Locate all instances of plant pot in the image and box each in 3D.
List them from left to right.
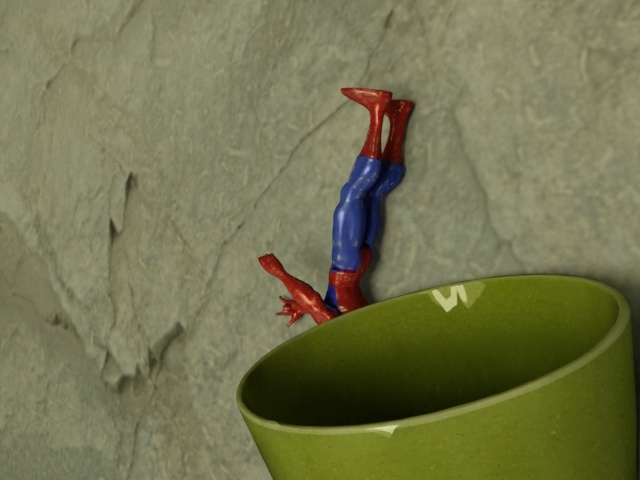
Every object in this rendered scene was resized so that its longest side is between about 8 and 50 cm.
[{"bbox_3d":[0.113,0.206,0.532,0.274,0.275,0.294,-11,100,36],"label":"plant pot"}]

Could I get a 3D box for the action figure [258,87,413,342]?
[{"bbox_3d":[0.000,0.000,0.696,0.139,0.091,0.280,8,93,29],"label":"action figure"}]
